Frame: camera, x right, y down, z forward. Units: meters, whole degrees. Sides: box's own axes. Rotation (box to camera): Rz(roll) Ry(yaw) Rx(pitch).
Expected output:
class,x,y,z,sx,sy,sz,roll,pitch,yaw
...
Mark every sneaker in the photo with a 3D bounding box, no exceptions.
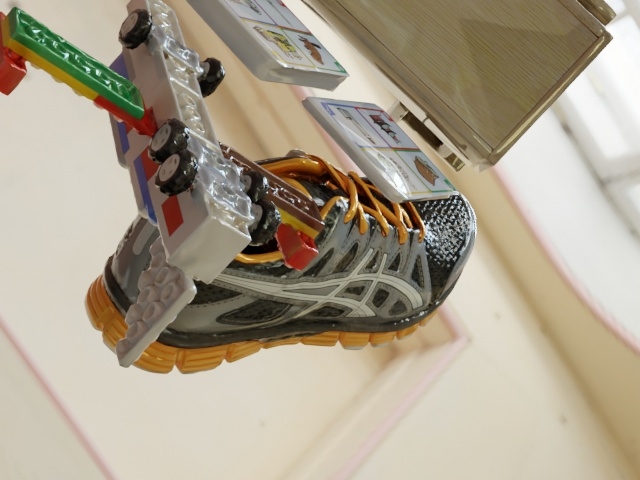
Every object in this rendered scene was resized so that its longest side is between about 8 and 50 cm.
class,x,y,z,sx,sy,sz,roll,pitch,yaw
sneaker,0.000,0.000,0.569,0.215,0.084,0.083,-15,142,-41

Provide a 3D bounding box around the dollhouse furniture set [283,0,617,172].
class,x,y,z,sx,sy,sz,roll,pitch,yaw
dollhouse furniture set,0.057,-0.122,0.777,0.212,0.161,0.242,-47,-179,-6

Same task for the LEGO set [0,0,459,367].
class,x,y,z,sx,sy,sz,roll,pitch,yaw
LEGO set,-0.060,-0.061,0.396,0.060,0.182,0.244,-45,169,17
